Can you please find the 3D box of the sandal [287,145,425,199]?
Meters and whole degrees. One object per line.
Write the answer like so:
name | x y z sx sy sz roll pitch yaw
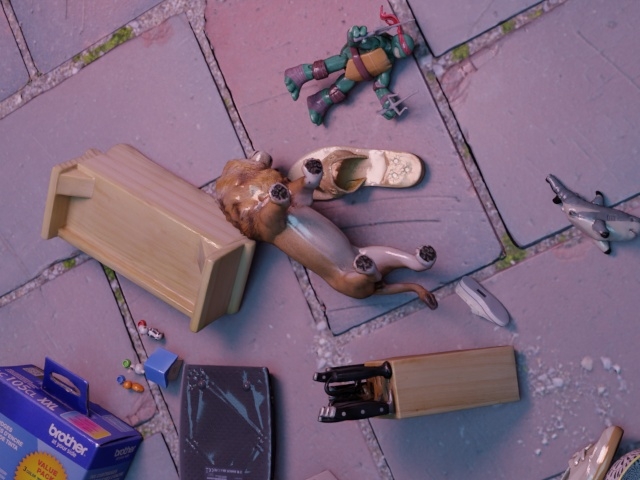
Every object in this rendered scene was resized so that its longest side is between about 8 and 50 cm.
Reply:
sandal | 0.042 -0.113 1.814 0.240 0.079 0.088 -2 88 22

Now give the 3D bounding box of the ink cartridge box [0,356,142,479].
ink cartridge box | -0.497 0.397 1.980 0.270 0.151 0.395 28 97 20

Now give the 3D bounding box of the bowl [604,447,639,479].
bowl | 0.458 0.361 1.616 0.170 0.080 0.170 -4 101 -21

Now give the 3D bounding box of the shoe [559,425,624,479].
shoe | 0.373 0.360 1.667 0.058 0.076 0.219 31 101 15

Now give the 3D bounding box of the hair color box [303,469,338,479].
hair color box | 0.061 0.518 1.728 0.339 0.185 0.110 46 106 17

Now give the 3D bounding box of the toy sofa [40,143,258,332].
toy sofa | -0.280 -0.012 1.921 0.362 0.177 0.150 29 122 19

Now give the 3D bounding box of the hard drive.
hard drive | -0.152 0.334 1.891 0.172 0.054 0.254 -1 88 22

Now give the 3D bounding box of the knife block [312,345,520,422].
knife block | 0.135 0.217 1.678 0.276 0.242 0.088 -8 86 21

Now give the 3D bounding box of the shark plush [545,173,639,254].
shark plush | 0.405 -0.044 1.698 0.067 0.073 0.161 -46 51 -6

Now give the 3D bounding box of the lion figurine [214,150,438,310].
lion figurine | 0.000 0.000 1.778 0.392 0.240 0.142 45 64 1

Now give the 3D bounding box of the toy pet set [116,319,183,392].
toy pet set | -0.302 0.212 1.950 0.114 0.065 0.122 22 97 21

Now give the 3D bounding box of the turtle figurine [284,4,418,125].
turtle figurine | 0.070 -0.272 1.795 0.234 0.118 0.175 -22 121 21

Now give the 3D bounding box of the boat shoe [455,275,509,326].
boat shoe | 0.248 0.100 1.753 0.100 0.035 0.035 43 131 14
